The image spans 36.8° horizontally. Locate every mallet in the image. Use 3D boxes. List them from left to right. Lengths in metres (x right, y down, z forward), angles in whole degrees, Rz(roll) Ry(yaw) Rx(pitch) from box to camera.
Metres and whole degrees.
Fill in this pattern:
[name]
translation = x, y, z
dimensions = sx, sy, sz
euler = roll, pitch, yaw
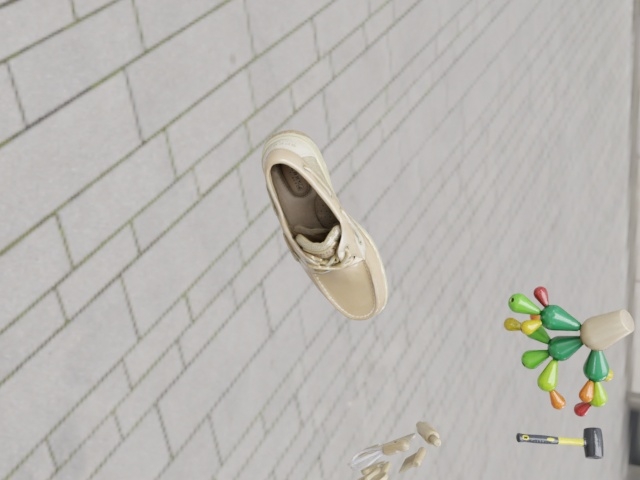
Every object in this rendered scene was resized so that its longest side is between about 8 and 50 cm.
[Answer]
[mallet]
translation = 0.475, 0.405, 1.895
dimensions = 0.039, 0.189, 0.062
euler = 131, -44, -63

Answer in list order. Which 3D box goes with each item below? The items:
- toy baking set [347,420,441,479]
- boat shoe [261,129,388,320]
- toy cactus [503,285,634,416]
[toy baking set]
translation = 0.145, 0.426, 1.954
dimensions = 0.030, 0.196, 0.256
euler = 62, -1, -5
[boat shoe]
translation = 0.000, 0.000, 1.471
dimensions = 0.341, 0.121, 0.110
euler = 59, 18, -23
[toy cactus]
translation = 0.373, 0.147, 1.393
dimensions = 0.219, 0.180, 0.112
euler = 57, 40, -1
